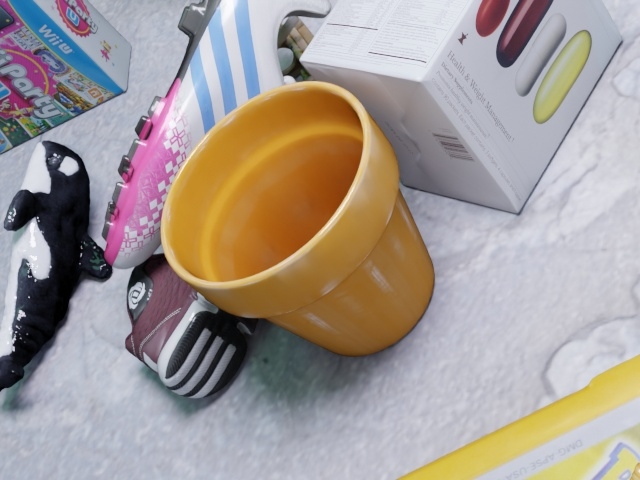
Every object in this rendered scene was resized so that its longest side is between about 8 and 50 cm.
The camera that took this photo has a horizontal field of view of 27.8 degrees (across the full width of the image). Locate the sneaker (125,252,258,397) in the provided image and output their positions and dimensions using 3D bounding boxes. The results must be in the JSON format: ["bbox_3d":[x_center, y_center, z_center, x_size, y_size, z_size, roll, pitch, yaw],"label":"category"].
[{"bbox_3d":[-0.105,0.006,1.255,0.163,0.106,0.281,18,70,48],"label":"sneaker"}]

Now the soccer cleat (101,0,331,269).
[{"bbox_3d":[-0.096,-0.109,1.225,0.116,0.143,0.331,-126,59,-76],"label":"soccer cleat"}]

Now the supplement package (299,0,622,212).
[{"bbox_3d":[0.130,-0.170,1.144,0.149,0.194,0.203,17,69,44],"label":"supplement package"}]

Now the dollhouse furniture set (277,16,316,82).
[{"bbox_3d":[-0.045,-0.172,1.308,0.101,0.161,0.182,-38,41,6],"label":"dollhouse furniture set"}]

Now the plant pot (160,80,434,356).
[{"bbox_3d":[0.000,0.000,1.111,0.205,0.188,0.205,-21,46,24],"label":"plant pot"}]

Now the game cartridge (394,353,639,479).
[{"bbox_3d":[0.206,0.221,0.871,0.324,0.052,0.285,-31,43,15],"label":"game cartridge"}]

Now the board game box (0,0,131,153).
[{"bbox_3d":[-0.424,-0.226,1.604,0.303,0.224,0.097,-23,44,23],"label":"board game box"}]

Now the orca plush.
[{"bbox_3d":[-0.277,0.026,1.377,0.102,0.151,0.287,5,51,4],"label":"orca plush"}]

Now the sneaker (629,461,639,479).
[{"bbox_3d":[0.238,0.201,0.776,0.131,0.112,0.296,20,70,26],"label":"sneaker"}]
